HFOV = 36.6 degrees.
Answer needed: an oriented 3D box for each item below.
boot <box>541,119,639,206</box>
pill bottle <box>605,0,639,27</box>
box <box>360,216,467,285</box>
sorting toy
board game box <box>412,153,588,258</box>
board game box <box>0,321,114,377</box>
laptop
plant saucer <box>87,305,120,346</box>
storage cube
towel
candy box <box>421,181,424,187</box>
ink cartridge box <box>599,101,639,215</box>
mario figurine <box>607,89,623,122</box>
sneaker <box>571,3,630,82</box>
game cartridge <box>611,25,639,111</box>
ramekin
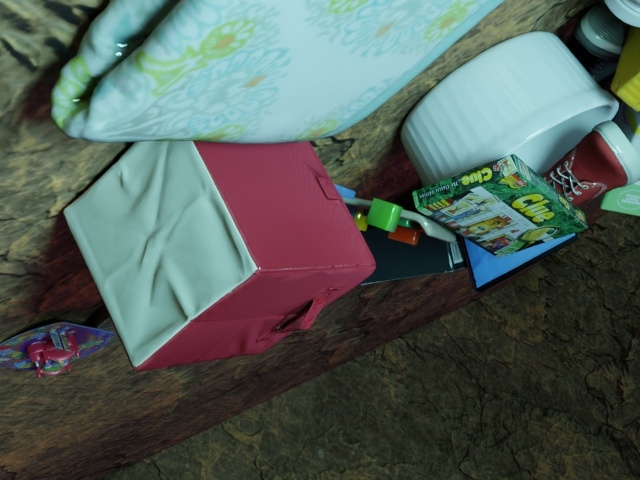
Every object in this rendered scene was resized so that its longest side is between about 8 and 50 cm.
[{"bbox_3d":[0.329,-0.072,1.309,0.176,0.088,0.244,-30,170,1],"label":"boot"},{"bbox_3d":[0.383,-0.321,1.024,0.121,0.121,0.216,-27,167,-16],"label":"pill bottle"},{"bbox_3d":[0.203,0.007,1.743,0.184,0.103,0.261,-13,178,32],"label":"box"},{"bbox_3d":[0.069,-0.029,1.267,0.348,0.196,0.047,11,98,-71],"label":"sorting toy"},{"bbox_3d":[0.236,-0.037,1.237,0.136,0.030,0.260,-23,154,27],"label":"board game box"},{"bbox_3d":[-0.350,0.154,1.267,0.133,0.033,0.169,-27,159,15],"label":"board game box"},{"bbox_3d":[0.351,-0.058,1.565,0.234,0.136,0.264,-26,166,-21],"label":"laptop"},{"bbox_3d":[-0.252,0.094,1.347,0.168,0.029,0.168,-29,168,-7],"label":"plant saucer"},{"bbox_3d":[-0.097,-0.001,0.953,0.184,0.215,0.193,-38,159,28],"label":"storage cube"},{"bbox_3d":[0.015,-0.200,0.741,0.374,0.090,0.321,-38,162,29],"label":"towel"},{"bbox_3d":[0.301,-0.142,1.604,0.233,0.071,0.159,-22,164,-32],"label":"candy box"},{"bbox_3d":[0.564,-0.185,1.432,0.207,0.119,0.353,10,139,1],"label":"ink cartridge box"},{"bbox_3d":[0.530,-0.186,1.707,0.170,0.198,0.320,-2,155,-40],"label":"mario figurine"},{"bbox_3d":[0.379,-0.255,1.337,0.118,0.083,0.222,-39,166,33],"label":"sneaker"},{"bbox_3d":[0.484,-0.317,1.129,0.323,0.053,0.285,-47,-171,47],"label":"game cartridge"},{"bbox_3d":[0.241,-0.153,1.294,0.277,0.135,0.277,-29,166,-8],"label":"ramekin"}]
